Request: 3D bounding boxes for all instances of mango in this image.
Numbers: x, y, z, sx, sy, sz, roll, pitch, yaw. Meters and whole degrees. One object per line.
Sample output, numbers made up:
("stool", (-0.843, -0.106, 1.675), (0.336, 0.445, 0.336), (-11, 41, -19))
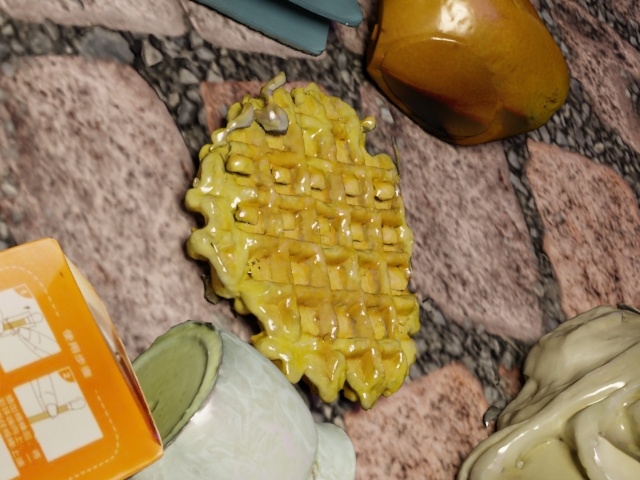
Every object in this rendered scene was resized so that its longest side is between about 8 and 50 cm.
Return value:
("mango", (0.152, -0.195, 1.585), (0.236, 0.136, 0.166), (40, 39, -32))

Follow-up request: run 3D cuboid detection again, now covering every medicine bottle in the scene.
("medicine bottle", (-0.069, 0.149, 1.106), (0.143, 0.147, 0.147), (44, 41, -26))

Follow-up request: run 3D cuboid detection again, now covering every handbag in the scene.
("handbag", (-0.064, -0.262, 1.447), (0.221, 0.057, 0.144), (18, 50, -41))

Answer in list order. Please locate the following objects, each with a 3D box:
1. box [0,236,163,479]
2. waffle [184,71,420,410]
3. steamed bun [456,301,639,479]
("box", (-0.274, 0.138, 0.811), (0.341, 0.225, 0.143), (-23, 81, -52))
("waffle", (-0.003, 0.001, 1.350), (0.262, 0.060, 0.280), (53, 40, -16))
("steamed bun", (0.304, 0.211, 1.411), (0.346, 0.237, 0.394), (17, 54, -40))
